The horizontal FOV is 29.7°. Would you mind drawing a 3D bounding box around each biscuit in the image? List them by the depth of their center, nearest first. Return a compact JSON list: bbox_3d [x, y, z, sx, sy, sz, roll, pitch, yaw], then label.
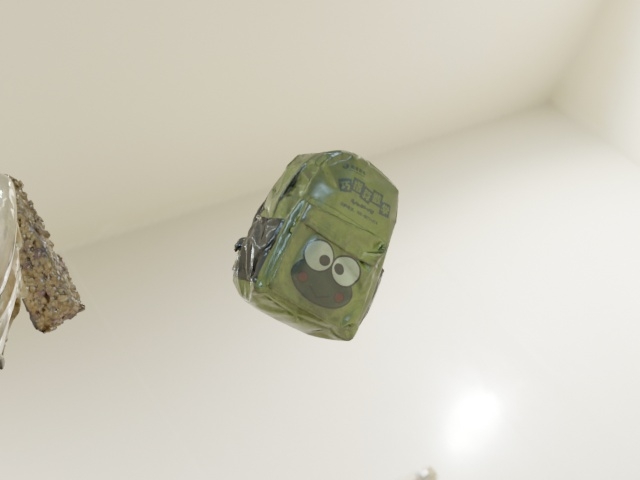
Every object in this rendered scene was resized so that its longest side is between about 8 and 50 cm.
[{"bbox_3d":[-0.348,0.014,1.436,0.064,0.199,0.034,-34,-15,12],"label":"biscuit"}]

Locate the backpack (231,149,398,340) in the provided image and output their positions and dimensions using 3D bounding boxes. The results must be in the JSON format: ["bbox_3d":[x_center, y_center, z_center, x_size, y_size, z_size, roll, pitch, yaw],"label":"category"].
[{"bbox_3d":[0.000,0.000,1.668,0.207,0.140,0.253,29,-102,-27],"label":"backpack"}]

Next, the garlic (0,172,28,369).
[{"bbox_3d":[-0.310,0.047,0.969,0.142,0.178,0.229,12,-56,-13],"label":"garlic"}]
